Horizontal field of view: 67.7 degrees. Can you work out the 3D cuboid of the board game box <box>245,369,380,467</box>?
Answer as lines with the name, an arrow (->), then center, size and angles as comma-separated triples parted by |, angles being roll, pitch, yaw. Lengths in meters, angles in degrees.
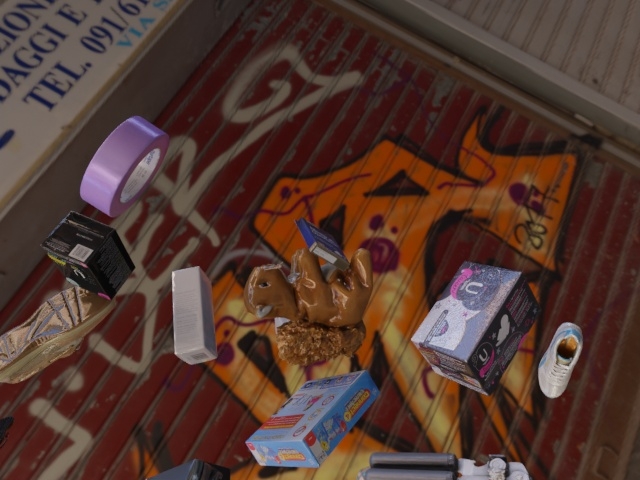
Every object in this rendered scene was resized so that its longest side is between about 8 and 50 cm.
board game box -> -0.024, 0.525, 1.413 | 0.301, 0.086, 0.308 | -35, 4, -42

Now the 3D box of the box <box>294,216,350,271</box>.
box -> 0.000, 0.000, 1.486 | 0.037, 0.136, 0.225 | -52, 30, 12

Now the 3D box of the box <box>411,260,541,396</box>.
box -> 0.352, 0.188, 1.081 | 0.247, 0.142, 0.163 | -49, 32, -20

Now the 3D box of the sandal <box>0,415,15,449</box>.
sandal -> -0.840, 0.519, 1.237 | 0.179, 0.067, 0.040 | -143, 43, -75

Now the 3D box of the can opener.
can opener -> 0.216, 0.415, 0.818 | 0.074, 0.280, 0.093 | -50, -50, -61

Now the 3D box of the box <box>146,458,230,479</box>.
box -> -0.488, 0.905, 1.752 | 0.261, 0.184, 0.103 | -29, 46, 21

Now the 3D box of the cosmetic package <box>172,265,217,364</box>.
cosmetic package -> -0.339, 0.200, 1.281 | 0.117, 0.085, 0.231 | 80, 177, -61

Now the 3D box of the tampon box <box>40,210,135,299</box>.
tampon box -> -0.509, 0.037, 1.059 | 0.161, 0.120, 0.102 | 94, -161, -55

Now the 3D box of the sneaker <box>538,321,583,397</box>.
sneaker -> 0.683, 0.351, 1.368 | 0.092, 0.087, 0.229 | -19, -59, -62

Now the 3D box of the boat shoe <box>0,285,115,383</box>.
boat shoe -> -0.637, 0.222, 1.153 | 0.340, 0.122, 0.110 | -32, -33, -5

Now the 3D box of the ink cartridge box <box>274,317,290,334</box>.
ink cartridge box -> -0.049, 0.366, 2.084 | 0.197, 0.272, 0.114 | -149, 55, -70

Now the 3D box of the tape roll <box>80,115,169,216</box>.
tape roll -> -0.531, -0.201, 1.310 | 0.275, 0.090, 0.275 | -54, 8, 11

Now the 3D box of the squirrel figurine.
squirrel figurine -> -0.050, 0.219, 1.506 | 0.281, 0.369, 0.398 | -173, 77, -65

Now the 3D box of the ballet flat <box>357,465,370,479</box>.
ballet flat -> 0.266, 0.863, 1.699 | 0.106, 0.315, 0.108 | -48, 38, 14

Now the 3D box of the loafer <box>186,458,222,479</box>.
loafer -> -0.269, 0.604, 1.072 | 0.096, 0.084, 0.267 | -63, 13, 13
